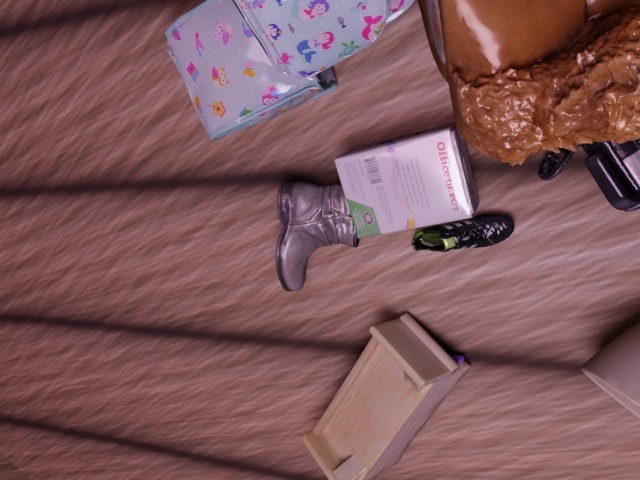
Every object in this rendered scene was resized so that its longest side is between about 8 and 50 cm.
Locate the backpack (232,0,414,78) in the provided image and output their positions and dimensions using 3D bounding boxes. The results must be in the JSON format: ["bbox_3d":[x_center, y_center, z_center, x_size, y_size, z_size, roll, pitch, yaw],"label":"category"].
[{"bbox_3d":[0.006,-0.363,0.757,0.254,0.191,0.225,-25,138,11],"label":"backpack"}]

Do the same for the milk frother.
[{"bbox_3d":[0.434,-0.104,0.865,0.134,0.129,0.143,55,163,-2],"label":"milk frother"}]

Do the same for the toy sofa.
[{"bbox_3d":[0.127,0.329,1.142,0.150,0.177,0.362,46,124,32],"label":"toy sofa"}]

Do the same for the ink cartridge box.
[{"bbox_3d":[0.154,-0.104,0.983,0.213,0.093,0.154,-10,105,29],"label":"ink cartridge box"}]

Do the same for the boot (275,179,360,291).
[{"bbox_3d":[0.000,0.000,1.103,0.161,0.083,0.246,8,113,16],"label":"boot"}]

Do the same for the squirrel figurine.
[{"bbox_3d":[0.341,-0.296,0.725,0.371,0.281,0.396,-13,78,8],"label":"squirrel figurine"}]

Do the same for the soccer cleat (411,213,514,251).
[{"bbox_3d":[0.247,-0.006,0.987,0.179,0.072,0.060,-9,104,27],"label":"soccer cleat"}]

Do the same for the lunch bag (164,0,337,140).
[{"bbox_3d":[-0.133,-0.320,0.999,0.262,0.160,0.223,-19,101,23],"label":"lunch bag"}]

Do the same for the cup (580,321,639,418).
[{"bbox_3d":[0.591,0.202,0.799,0.331,0.331,0.237,38,92,8],"label":"cup"}]
